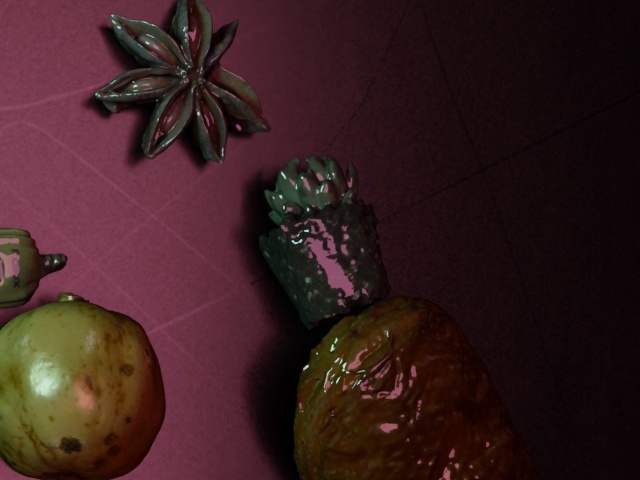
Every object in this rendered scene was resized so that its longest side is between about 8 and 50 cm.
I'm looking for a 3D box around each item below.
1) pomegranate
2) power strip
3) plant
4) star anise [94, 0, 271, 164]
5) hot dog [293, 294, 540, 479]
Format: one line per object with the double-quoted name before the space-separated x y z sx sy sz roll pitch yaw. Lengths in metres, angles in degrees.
"pomegranate" -0.264 0.159 1.613 0.215 0.215 0.215 1 87 -19
"power strip" -0.469 0.041 1.615 0.388 0.066 0.092 -6 92 -20
"plant" 0.000 0.000 1.747 0.129 0.132 0.194 -15 81 -23
"star anise" -0.170 -0.183 1.728 0.197 0.073 0.212 -16 90 -23
"hot dog" 0.113 0.247 1.751 0.267 0.174 0.387 -37 110 -21
